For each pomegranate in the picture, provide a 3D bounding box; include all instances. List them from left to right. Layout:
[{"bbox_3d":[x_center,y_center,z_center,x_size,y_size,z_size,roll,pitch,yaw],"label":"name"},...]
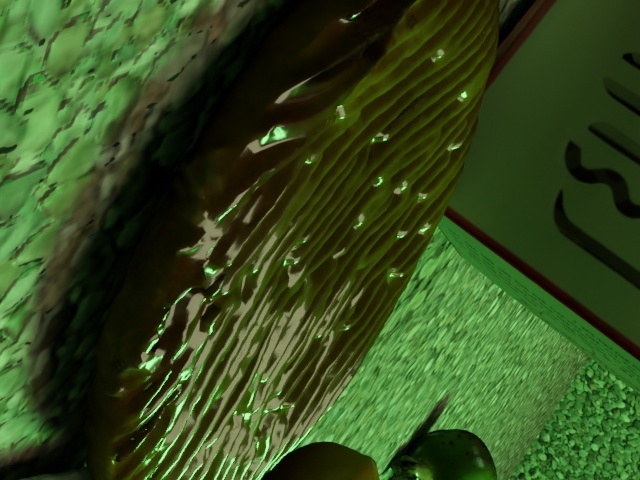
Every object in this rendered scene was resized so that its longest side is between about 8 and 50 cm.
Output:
[{"bbox_3d":[0.135,0.269,1.496,0.142,0.114,0.115,14,115,-42],"label":"pomegranate"}]

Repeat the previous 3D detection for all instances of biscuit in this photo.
[{"bbox_3d":[0.000,0.000,0.621,0.318,0.040,0.318,-51,161,-25],"label":"biscuit"}]

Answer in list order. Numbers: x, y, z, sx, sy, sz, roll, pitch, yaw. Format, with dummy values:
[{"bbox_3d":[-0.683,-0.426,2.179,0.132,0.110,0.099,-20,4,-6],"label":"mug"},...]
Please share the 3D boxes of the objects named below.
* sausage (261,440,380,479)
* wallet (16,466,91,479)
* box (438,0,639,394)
[{"bbox_3d":[-0.053,0.248,0.909,0.274,0.105,0.105,-43,161,-34],"label":"sausage"},{"bbox_3d":[-0.158,0.179,0.598,0.183,0.032,0.124,-55,165,7],"label":"wallet"},{"bbox_3d":[0.276,-0.042,0.872,0.300,0.314,0.312,-52,164,0],"label":"box"}]
